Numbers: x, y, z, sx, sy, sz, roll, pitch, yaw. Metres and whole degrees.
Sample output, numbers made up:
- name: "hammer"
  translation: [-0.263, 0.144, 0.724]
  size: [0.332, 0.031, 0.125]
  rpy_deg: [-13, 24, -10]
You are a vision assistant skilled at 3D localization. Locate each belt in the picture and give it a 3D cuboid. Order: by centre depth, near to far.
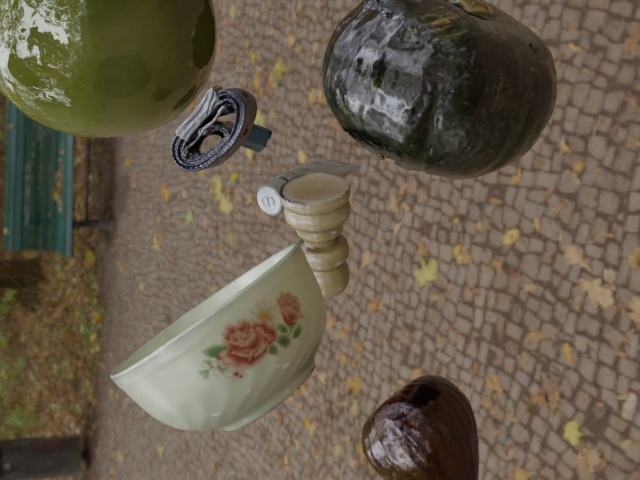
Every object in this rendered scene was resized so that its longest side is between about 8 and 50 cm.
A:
- name: "belt"
  translation: [-0.255, -0.263, 1.846]
  size: [0.139, 0.126, 0.230]
  rpy_deg: [44, 110, 0]

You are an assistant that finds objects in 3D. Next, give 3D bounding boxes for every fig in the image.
- name: "fig"
  translation: [0.227, 0.411, 1.415]
  size: [0.320, 0.217, 0.217]
  rpy_deg: [52, 139, 11]

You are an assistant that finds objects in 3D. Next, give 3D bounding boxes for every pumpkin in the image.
- name: "pumpkin"
  translation: [0.219, -0.299, 1.486]
  size: [0.454, 0.455, 0.343]
  rpy_deg: [55, 133, 47]

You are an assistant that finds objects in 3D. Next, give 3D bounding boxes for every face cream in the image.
- name: "face cream"
  translation: [-0.035, -0.148, 1.975]
  size: [0.143, 0.314, 0.089]
  rpy_deg: [11, 116, 34]

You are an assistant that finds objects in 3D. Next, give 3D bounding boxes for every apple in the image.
- name: "apple"
  translation: [-0.311, -0.318, 1.067]
  size: [0.357, 0.358, 0.356]
  rpy_deg: [-5, 84, 61]

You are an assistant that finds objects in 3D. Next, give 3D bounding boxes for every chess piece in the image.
- name: "chess piece"
  translation: [0.000, 0.000, 1.617]
  size: [0.143, 0.143, 0.260]
  rpy_deg: [46, 149, 52]

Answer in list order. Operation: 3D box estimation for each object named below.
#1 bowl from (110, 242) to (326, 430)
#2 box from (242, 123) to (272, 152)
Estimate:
- name: "bowl"
  translation: [-0.100, 0.134, 0.948]
  size: [0.145, 0.277, 0.277]
  rpy_deg: [54, 146, -3]
- name: "box"
  translation: [-0.192, -0.289, 2.188]
  size: [0.074, 0.099, 0.054]
  rpy_deg: [147, 137, -62]
